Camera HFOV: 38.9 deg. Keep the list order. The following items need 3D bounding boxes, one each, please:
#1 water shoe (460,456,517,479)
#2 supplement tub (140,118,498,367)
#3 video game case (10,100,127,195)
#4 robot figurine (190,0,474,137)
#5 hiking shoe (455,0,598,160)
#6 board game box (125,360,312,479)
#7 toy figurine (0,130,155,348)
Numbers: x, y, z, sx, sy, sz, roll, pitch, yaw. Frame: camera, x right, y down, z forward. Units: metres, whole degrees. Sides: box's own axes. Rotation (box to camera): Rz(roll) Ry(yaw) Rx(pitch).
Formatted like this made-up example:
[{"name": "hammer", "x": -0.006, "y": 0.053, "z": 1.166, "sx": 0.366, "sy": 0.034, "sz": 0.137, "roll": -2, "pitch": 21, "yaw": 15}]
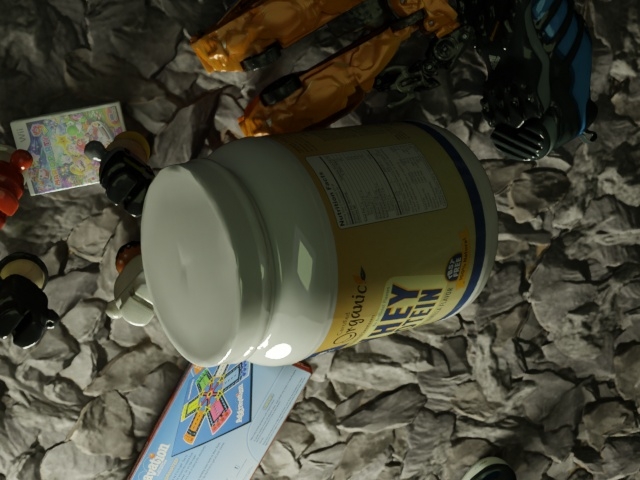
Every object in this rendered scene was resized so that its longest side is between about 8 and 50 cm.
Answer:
[{"name": "water shoe", "x": 0.196, "y": 0.388, "z": 1.232, "sx": 0.073, "sy": 0.080, "sz": 0.203, "roll": 26, "pitch": 104, "yaw": -16}, {"name": "supplement tub", "x": 0.000, "y": 0.000, "z": 0.928, "sx": 0.316, "sy": 0.228, "sz": 0.228, "roll": -11, "pitch": 114, "yaw": -35}, {"name": "video game case", "x": -0.276, "y": -0.104, "z": 1.019, "sx": 0.122, "sy": 0.011, "sz": 0.087, "roll": -12, "pitch": 111, "yaw": -4}, {"name": "robot figurine", "x": 0.018, "y": -0.229, "z": 0.981, "sx": 0.291, "sy": 0.085, "sz": 0.211, "roll": -28, "pitch": 112, "yaw": 3}, {"name": "hiking shoe", "x": 0.235, "y": -0.246, "z": 1.016, "sx": 0.132, "sy": 0.113, "sz": 0.304, "roll": -20, "pitch": 108, "yaw": -34}, {"name": "board game box", "x": -0.140, "y": 0.253, "z": 1.160, "sx": 0.145, "sy": 0.027, "sz": 0.281, "roll": 25, "pitch": 104, "yaw": -18}, {"name": "toy figurine", "x": -0.270, "y": -0.008, "z": 0.982, "sx": 0.209, "sy": 0.148, "sz": 0.213, "roll": -10, "pitch": 116, "yaw": -12}]
